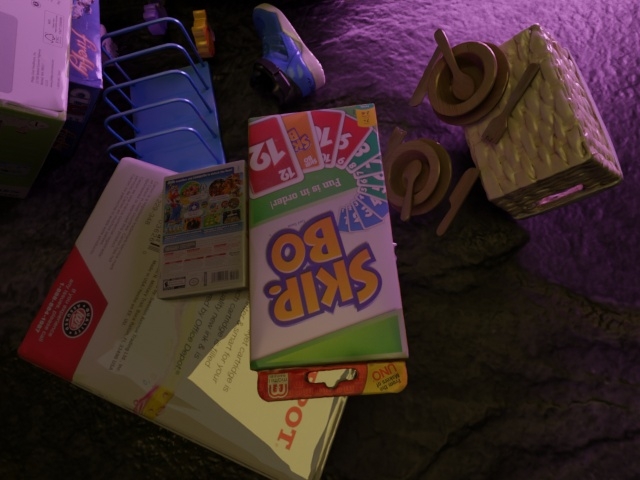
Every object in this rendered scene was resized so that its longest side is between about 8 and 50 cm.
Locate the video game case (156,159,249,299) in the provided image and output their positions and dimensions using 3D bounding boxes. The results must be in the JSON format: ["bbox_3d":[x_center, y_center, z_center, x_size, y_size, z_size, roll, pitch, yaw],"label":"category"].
[{"bbox_3d":[-0.107,-0.011,0.387,0.087,0.011,0.122,-9,71,14],"label":"video game case"}]

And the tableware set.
[{"bbox_3d":[0.120,-0.118,0.447,0.128,0.039,0.194,42,115,40],"label":"tableware set"}]

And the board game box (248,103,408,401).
[{"bbox_3d":[0.000,0.000,0.370,0.124,0.039,0.260,-6,71,4],"label":"board game box"}]

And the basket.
[{"bbox_3d":[0.220,-0.121,0.447,0.113,0.103,0.167,-26,66,41],"label":"basket"}]

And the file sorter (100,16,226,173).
[{"bbox_3d":[-0.205,-0.173,0.539,0.118,0.104,0.170,-14,73,4],"label":"file sorter"}]

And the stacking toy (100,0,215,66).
[{"bbox_3d":[-0.239,-0.359,0.627,0.166,0.052,0.221,-4,69,4],"label":"stacking toy"}]

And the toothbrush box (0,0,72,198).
[{"bbox_3d":[-0.370,-0.186,0.467,0.283,0.122,0.206,-15,74,49],"label":"toothbrush box"}]

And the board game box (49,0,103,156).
[{"bbox_3d":[-0.336,-0.259,0.561,0.165,0.042,0.243,-28,66,45],"label":"board game box"}]

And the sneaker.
[{"bbox_3d":[-0.070,-0.248,0.567,0.084,0.058,0.152,-33,79,-12],"label":"sneaker"}]

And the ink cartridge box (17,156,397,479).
[{"bbox_3d":[-0.101,0.073,0.440,0.306,0.131,0.226,20,75,11],"label":"ink cartridge box"}]
